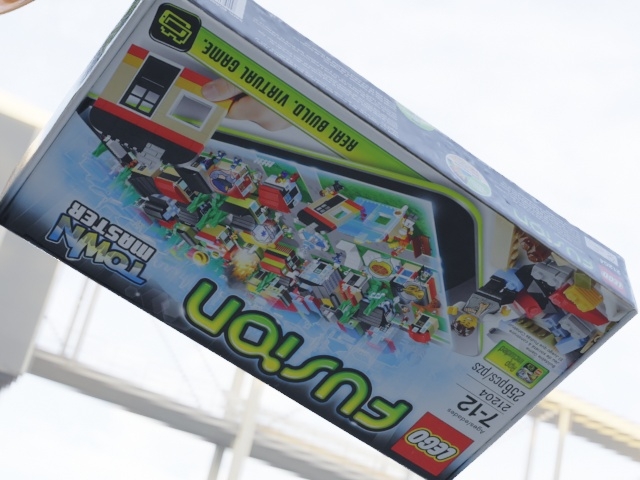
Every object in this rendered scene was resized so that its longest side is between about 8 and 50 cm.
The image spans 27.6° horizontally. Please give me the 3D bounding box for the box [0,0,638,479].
[{"bbox_3d":[0.000,0.000,0.474,0.207,0.036,0.114,32,-62,-17],"label":"box"}]

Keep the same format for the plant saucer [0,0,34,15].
[{"bbox_3d":[-0.235,-0.263,1.045,0.037,0.200,0.200,47,-26,10],"label":"plant saucer"}]
